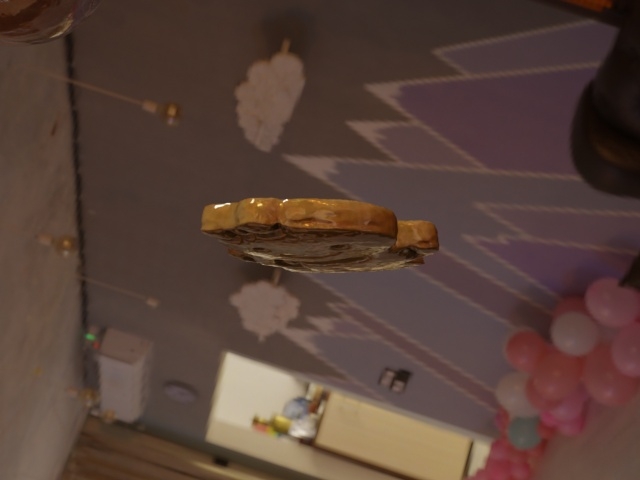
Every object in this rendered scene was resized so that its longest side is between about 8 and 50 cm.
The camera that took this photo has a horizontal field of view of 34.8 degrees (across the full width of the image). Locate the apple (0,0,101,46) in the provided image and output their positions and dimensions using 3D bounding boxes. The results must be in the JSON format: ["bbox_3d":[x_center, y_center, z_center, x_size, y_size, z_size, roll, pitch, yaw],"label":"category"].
[{"bbox_3d":[-0.211,-0.252,0.639,0.253,0.254,0.253,18,-90,-89],"label":"apple"}]

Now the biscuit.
[{"bbox_3d":[0.005,0.002,0.620,0.184,0.134,0.027,67,-156,-80],"label":"biscuit"}]
